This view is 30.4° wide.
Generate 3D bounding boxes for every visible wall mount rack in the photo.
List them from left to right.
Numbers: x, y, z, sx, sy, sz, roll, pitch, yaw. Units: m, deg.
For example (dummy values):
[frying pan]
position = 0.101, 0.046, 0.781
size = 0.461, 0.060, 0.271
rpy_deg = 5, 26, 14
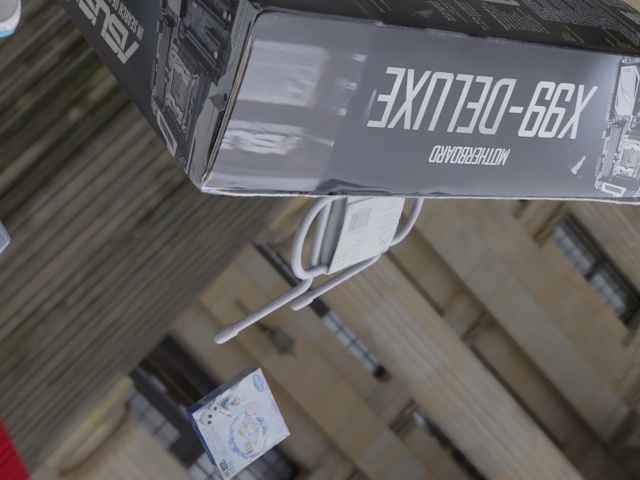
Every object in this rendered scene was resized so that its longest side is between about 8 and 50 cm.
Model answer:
[wall mount rack]
position = 0.000, 0.000, 1.553
size = 0.350, 0.130, 0.304
rpy_deg = -18, 128, -59

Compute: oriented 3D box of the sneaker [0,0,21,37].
[sneaker]
position = -0.375, -0.331, 1.273
size = 0.087, 0.229, 0.092
rpy_deg = -13, 173, -32

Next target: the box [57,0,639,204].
[box]
position = -0.006, -0.133, 0.557
size = 0.307, 0.242, 0.076
rpy_deg = 50, -51, 40

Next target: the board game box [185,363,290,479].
[board game box]
position = -0.087, 0.193, 1.250
size = 0.090, 0.090, 0.020
rpy_deg = -32, -157, -24

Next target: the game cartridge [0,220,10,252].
[game cartridge]
position = -0.538, 0.012, 1.420
size = 0.294, 0.196, 0.060
rpy_deg = -29, -166, -2
